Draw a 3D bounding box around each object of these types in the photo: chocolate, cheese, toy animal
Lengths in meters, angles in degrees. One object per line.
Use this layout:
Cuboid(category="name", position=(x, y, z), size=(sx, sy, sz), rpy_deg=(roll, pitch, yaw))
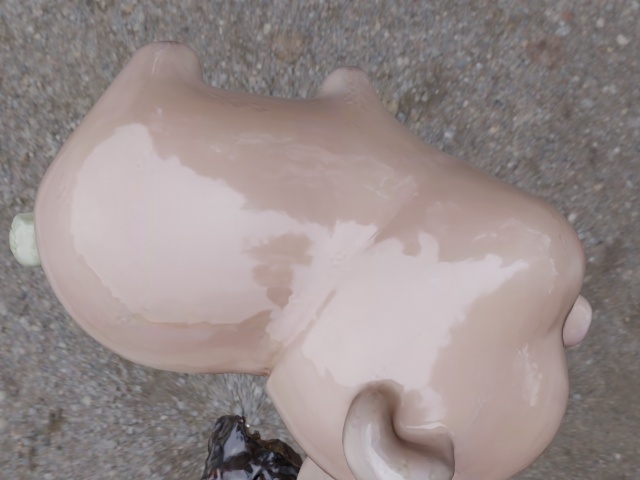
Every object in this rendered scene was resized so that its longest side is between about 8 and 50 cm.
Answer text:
Cuboid(category="chocolate", position=(-0.076, 0.300, 1.248), size=(0.206, 0.224, 0.177), rpy_deg=(-6, 67, -24))
Cuboid(category="cheese", position=(-0.256, -0.004, 1.131), size=(0.194, 0.043, 0.065), rpy_deg=(-2, 105, -20))
Cuboid(category="toy animal", position=(-0.001, 0.024, 0.573), size=(0.326, 0.237, 0.269), rpy_deg=(3, 71, -9))
